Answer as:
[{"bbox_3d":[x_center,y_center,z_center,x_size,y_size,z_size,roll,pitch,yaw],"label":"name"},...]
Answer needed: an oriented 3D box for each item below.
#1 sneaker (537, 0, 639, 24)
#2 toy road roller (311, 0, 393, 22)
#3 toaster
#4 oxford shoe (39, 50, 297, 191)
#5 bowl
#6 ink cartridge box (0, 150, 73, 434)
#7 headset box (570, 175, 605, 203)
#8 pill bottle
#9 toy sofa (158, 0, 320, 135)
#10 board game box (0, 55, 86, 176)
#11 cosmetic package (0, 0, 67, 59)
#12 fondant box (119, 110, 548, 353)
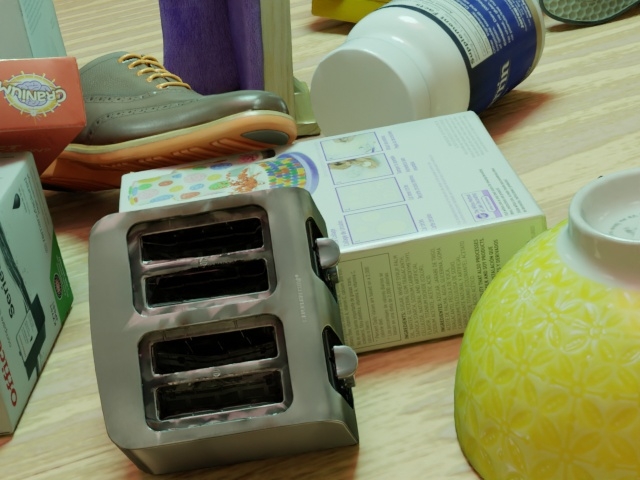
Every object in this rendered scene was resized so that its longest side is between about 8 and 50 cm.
[{"bbox_3d":[0.360,-0.350,1.668,0.226,0.086,0.163,-17,25,-12],"label":"sneaker"},{"bbox_3d":[0.154,-0.401,1.727,0.329,0.202,0.240,14,22,31],"label":"toy road roller"},{"bbox_3d":[-0.071,0.062,0.859,0.185,0.168,0.110,-8,-19,1],"label":"toaster"},{"bbox_3d":[-0.175,-0.126,1.238,0.363,0.133,0.130,-3,-8,37],"label":"oxford shoe"},{"bbox_3d":[0.224,0.044,0.824,0.289,0.156,0.289,-7,25,3],"label":"bowl"},{"bbox_3d":[-0.274,0.040,1.005,0.087,0.153,0.208,-7,27,7],"label":"ink cartridge box"},{"bbox_3d":[0.267,-0.026,1.094,0.083,0.032,0.062,10,31,37],"label":"headset box"},{"bbox_3d":[0.114,-0.187,1.337,0.153,0.153,0.264,10,32,35],"label":"pill bottle"},{"bbox_3d":[-0.100,-0.292,1.389,0.177,0.362,0.150,-5,26,-7],"label":"toy sofa"},{"bbox_3d":[-0.372,-0.078,1.145,0.242,0.064,0.316,-7,-10,-28],"label":"board game box"},{"bbox_3d":[-0.372,-0.205,1.456,0.138,0.225,0.224,-10,25,-1],"label":"cosmetic package"},{"bbox_3d":[0.000,0.000,1.060,0.330,0.096,0.238,-10,26,-2],"label":"fondant box"}]
